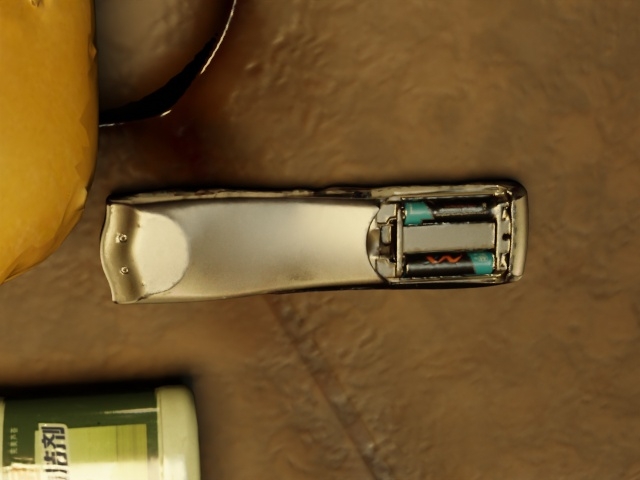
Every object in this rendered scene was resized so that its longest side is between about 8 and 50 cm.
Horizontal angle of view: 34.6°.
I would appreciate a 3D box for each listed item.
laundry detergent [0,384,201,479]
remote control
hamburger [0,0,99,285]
[{"bbox_3d":[-0.171,0.122,0.490,0.225,0.070,0.099,-2,116,-9],"label":"laundry detergent"},{"bbox_3d":[0.000,0.000,0.503,0.212,0.028,0.059,-3,109,-9],"label":"remote control"},{"bbox_3d":[-0.226,-0.084,0.315,0.304,0.174,0.284,-7,91,-45],"label":"hamburger"}]
